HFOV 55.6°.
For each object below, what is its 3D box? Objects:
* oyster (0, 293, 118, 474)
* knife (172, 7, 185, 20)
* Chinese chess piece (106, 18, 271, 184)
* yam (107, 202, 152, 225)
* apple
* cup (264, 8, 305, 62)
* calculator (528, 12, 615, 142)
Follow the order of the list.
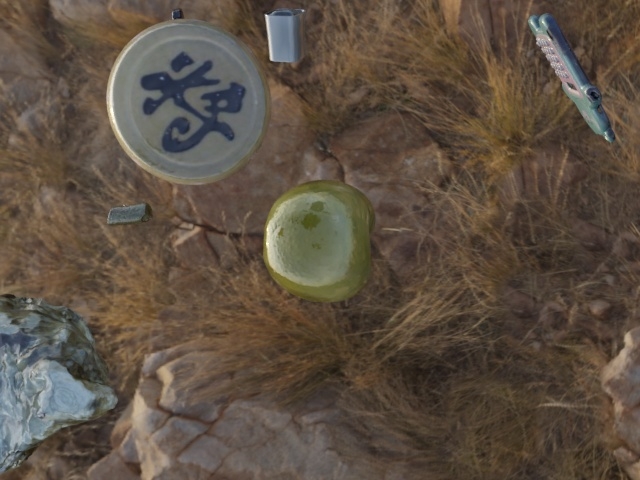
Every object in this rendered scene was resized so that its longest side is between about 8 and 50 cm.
[{"bbox_3d":[-0.202,0.087,0.368,0.177,0.064,0.125,-24,59,10],"label":"oyster"},{"bbox_3d":[-0.254,-0.384,1.128,0.018,0.121,0.031,-5,65,0],"label":"knife"},{"bbox_3d":[-0.206,-0.217,0.968,0.257,0.104,0.257,-2,102,-11],"label":"Chinese chess piece"},{"bbox_3d":[-0.392,-0.053,1.242,0.094,0.043,0.043,-3,84,13],"label":"yam"},{"bbox_3d":[0.000,0.000,1.413,0.254,0.292,0.292,2,87,3],"label":"apple"},{"bbox_3d":[-0.086,-0.559,1.632,0.095,0.128,0.130,10,122,17],"label":"cup"},{"bbox_3d":[0.247,-0.159,0.593,0.019,0.094,0.141,-33,102,16],"label":"calculator"}]
